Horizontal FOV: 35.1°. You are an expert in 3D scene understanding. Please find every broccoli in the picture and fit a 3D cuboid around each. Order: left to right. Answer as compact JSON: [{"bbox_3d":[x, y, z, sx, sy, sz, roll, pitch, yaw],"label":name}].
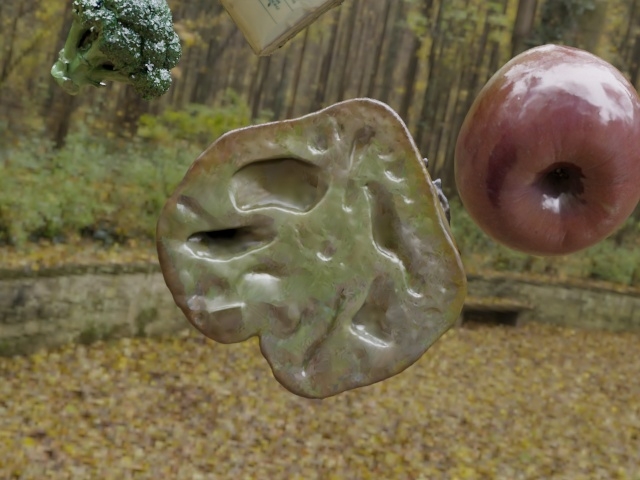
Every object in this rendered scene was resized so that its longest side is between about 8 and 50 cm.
[{"bbox_3d":[-0.411,-0.390,2.027,0.270,0.270,0.270,53,6,-9],"label":"broccoli"}]

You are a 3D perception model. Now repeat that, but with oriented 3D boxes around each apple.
[{"bbox_3d":[0.337,-0.132,1.493,0.306,0.305,0.235,11,31,-4],"label":"apple"}]

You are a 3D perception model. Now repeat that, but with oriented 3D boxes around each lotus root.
[{"bbox_3d":[0.000,0.000,1.276,0.390,0.375,0.111,23,1,-1],"label":"lotus root"}]

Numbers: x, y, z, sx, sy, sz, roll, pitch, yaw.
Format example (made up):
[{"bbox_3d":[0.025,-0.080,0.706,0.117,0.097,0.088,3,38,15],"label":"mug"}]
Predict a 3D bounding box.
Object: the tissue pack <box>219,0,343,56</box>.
[{"bbox_3d":[-0.096,-0.552,1.771,0.297,0.380,0.207,-33,5,12],"label":"tissue pack"}]
